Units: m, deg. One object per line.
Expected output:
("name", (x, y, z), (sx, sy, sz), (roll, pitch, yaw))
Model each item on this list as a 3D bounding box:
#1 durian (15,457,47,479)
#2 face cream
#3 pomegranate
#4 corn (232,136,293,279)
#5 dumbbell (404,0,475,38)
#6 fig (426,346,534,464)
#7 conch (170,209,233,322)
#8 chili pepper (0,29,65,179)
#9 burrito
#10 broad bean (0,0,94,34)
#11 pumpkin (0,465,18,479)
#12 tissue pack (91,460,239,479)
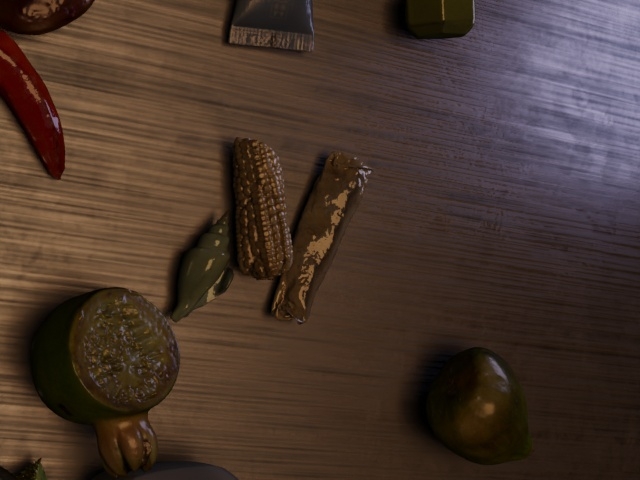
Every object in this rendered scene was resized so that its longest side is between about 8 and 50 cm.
("durian", (-0.381, 0.410, 1.772), (0.100, 0.086, 0.215), (-26, 111, -40))
("face cream", (-0.057, -0.476, 1.904), (0.135, 0.086, 0.385), (2, 96, -24))
("pomegranate", (-0.289, 0.187, 1.755), (0.241, 0.159, 0.190), (51, 44, -12))
("corn", (-0.085, -0.046, 1.905), (0.087, 0.087, 0.211), (-3, 89, -27))
("dumbbell", (0.183, -0.467, 2.011), (0.108, 0.121, 0.302), (-1, 94, 1))
("fig", (0.251, 0.277, 2.063), (0.167, 0.167, 0.233), (-43, 146, -20))
("conch", (-0.167, 0.039, 1.881), (0.065, 0.088, 0.180), (24, 86, 18))
("chili pepper", (-0.408, -0.204, 1.742), (0.272, 0.071, 0.063), (60, 29, -22))
("burrito", (0.000, 0.000, 1.962), (0.082, 0.059, 0.275), (24, 81, -19))
("broad bean", (-0.369, -0.337, 1.740), (0.165, 0.114, 0.084), (-32, 146, -20))
("pumpkin", (-0.503, 0.409, 1.612), (0.332, 0.199, 0.332), (0, 91, -12))
("tissue pack", (-0.199, 0.476, 1.761), (0.229, 0.236, 0.333), (0, 91, -39))
